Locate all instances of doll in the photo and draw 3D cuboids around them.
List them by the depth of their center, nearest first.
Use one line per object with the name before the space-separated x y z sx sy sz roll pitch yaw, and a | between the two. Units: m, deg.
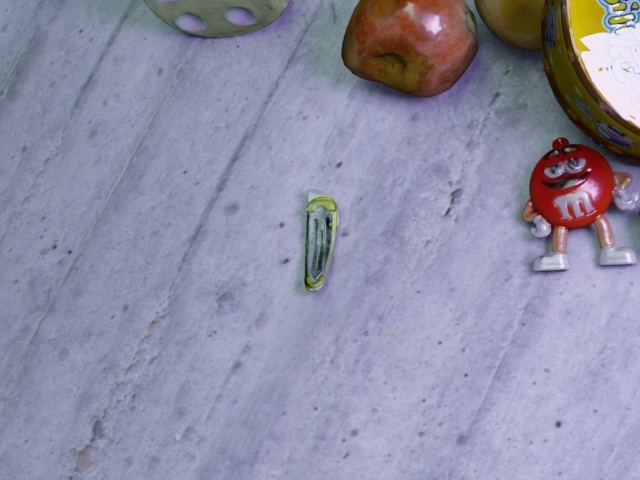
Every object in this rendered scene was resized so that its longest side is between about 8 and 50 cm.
doll | 0.400 -0.063 1.641 0.183 0.085 0.217 -7 76 19

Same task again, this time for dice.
dice | -0.199 -0.544 1.962 0.249 0.252 0.255 -3 69 19

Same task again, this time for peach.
peach | 0.147 -0.343 1.785 0.235 0.214 0.214 -15 64 27

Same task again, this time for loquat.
loquat | 0.355 -0.419 1.736 0.213 0.213 0.213 -7 67 18

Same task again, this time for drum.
drum | 0.536 -0.321 1.530 0.431 0.214 0.431 0 89 3

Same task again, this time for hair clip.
hair clip | 0.000 0.000 1.792 0.060 0.033 0.188 -2 66 18
